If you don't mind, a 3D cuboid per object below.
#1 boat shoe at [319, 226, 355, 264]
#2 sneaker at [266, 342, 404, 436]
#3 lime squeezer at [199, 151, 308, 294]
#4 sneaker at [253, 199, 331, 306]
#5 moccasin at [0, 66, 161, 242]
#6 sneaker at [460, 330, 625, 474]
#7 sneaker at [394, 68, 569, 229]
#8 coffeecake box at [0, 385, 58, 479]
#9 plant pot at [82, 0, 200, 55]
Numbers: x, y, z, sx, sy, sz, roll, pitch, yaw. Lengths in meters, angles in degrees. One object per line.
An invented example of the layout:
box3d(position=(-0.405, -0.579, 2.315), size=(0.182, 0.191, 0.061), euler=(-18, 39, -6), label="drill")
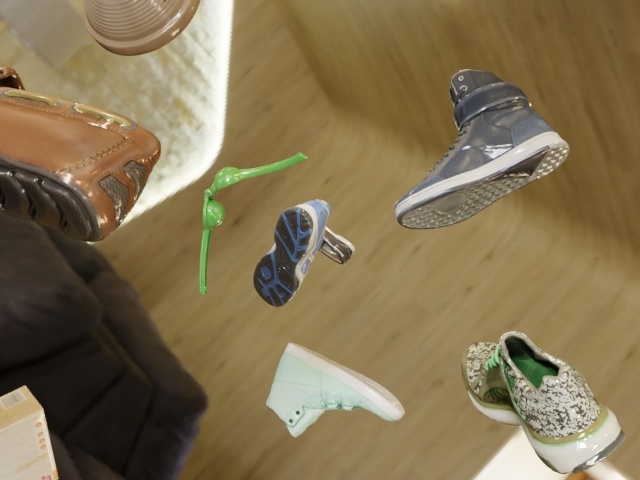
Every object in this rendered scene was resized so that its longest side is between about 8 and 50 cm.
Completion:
box3d(position=(0.000, 0.000, 1.726), size=(0.125, 0.038, 0.046), euler=(33, -35, 8), label="boat shoe")
box3d(position=(0.022, 0.306, 1.765), size=(0.256, 0.151, 0.094), euler=(24, -1, 25), label="sneaker")
box3d(position=(-0.157, -0.056, 1.690), size=(0.110, 0.310, 0.059), euler=(34, 12, -13), label="lime squeezer")
box3d(position=(-0.039, 0.022, 1.497), size=(0.080, 0.081, 0.211), euler=(41, -49, 13), label="sneaker")
box3d(position=(-0.335, -0.118, 0.982), size=(0.380, 0.147, 0.139), euler=(13, -39, 27), label="moccasin")
box3d(position=(0.336, 0.209, 1.578), size=(0.182, 0.158, 0.410), euler=(66, -12, -18), label="sneaker")
box3d(position=(0.170, -0.118, 1.216), size=(0.163, 0.226, 0.086), euler=(62, -5, 29), label="sneaker")
box3d(position=(-0.523, 0.351, 1.597), size=(0.068, 0.142, 0.185), euler=(39, -39, 36), label="coffeecake box")
box3d(position=(-0.345, -0.467, 1.776), size=(0.237, 0.237, 0.110), euler=(41, -4, 27), label="plant pot")
